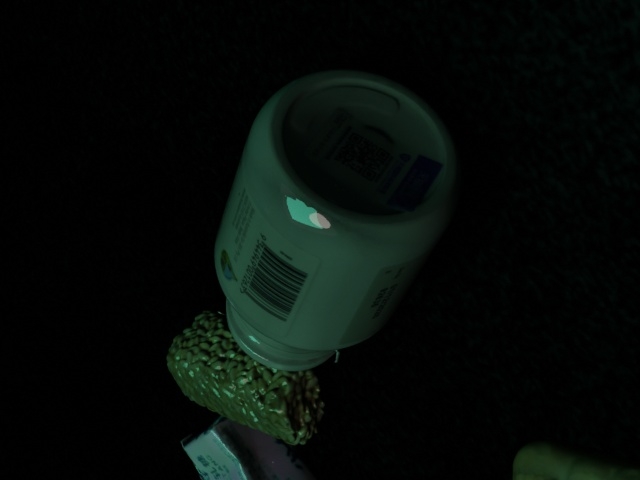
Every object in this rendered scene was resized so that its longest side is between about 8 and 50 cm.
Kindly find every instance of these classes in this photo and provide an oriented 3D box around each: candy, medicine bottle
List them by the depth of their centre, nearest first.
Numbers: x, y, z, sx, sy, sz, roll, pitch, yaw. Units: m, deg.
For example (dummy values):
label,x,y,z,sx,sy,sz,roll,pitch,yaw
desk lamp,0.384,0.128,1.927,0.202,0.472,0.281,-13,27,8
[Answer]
label,x,y,z,sx,sy,sz,roll,pitch,yaw
medicine bottle,0.000,0.000,0.747,0.135,0.135,0.215,47,147,15
candy,-0.056,0.236,1.094,0.160,0.073,0.092,56,144,3

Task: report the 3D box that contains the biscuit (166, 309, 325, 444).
label,x,y,z,sx,sy,sz,roll,pitch,yaw
biscuit,-0.068,0.124,1.017,0.168,0.070,0.082,21,142,41

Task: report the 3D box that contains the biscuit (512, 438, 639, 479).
label,x,y,z,sx,sy,sz,roll,pitch,yaw
biscuit,0.251,0.205,0.564,0.217,0.044,0.325,10,152,52
